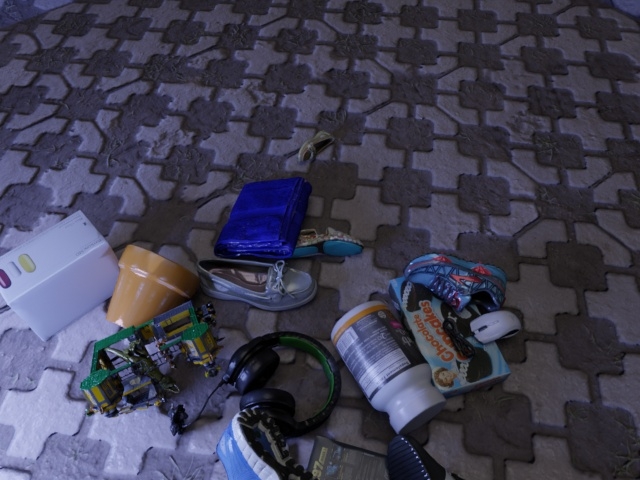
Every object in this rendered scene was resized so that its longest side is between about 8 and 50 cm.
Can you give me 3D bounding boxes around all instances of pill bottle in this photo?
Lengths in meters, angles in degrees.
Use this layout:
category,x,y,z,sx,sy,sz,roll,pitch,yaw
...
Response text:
category,x,y,z,sx,sy,sz,roll,pitch,yaw
pill bottle,0.155,0.290,1.236,0.162,0.162,0.278,-25,58,-16

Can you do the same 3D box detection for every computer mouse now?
category,x,y,z,sx,sy,sz,roll,pitch,yaw
computer mouse,0.400,0.209,1.290,0.192,0.042,0.106,-17,55,-15

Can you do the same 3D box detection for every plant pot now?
category,x,y,z,sx,sy,sz,roll,pitch,yaw
plant pot,-0.437,0.140,1.350,0.205,0.205,0.188,20,73,15

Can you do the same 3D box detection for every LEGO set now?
category,x,y,z,sx,sy,sz,roll,pitch,yaw
LEGO set,-0.352,0.297,1.198,0.331,0.192,0.255,-28,24,-19

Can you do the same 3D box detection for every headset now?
category,x,y,z,sx,sy,sz,roll,pitch,yaw
headset,-0.148,0.358,1.237,0.393,0.185,0.243,-9,53,-24

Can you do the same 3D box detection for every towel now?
category,x,y,z,sx,sy,sz,roll,pitch,yaw
towel,-0.156,-0.074,1.503,0.227,0.076,0.308,0,40,13

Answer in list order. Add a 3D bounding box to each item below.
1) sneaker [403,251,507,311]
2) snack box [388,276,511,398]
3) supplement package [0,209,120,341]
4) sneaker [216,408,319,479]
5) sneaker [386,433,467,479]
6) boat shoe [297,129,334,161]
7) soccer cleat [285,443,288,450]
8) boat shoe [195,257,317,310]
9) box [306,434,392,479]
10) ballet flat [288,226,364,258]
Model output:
category,x,y,z,sx,sy,sz,roll,pitch,yaw
sneaker,0.334,0.110,1.324,0.261,0.104,0.125,8,55,4
snack box,0.313,0.221,1.343,0.187,0.060,0.322,-14,55,-10
supplement package,-0.661,0.090,1.371,0.261,0.204,0.145,-38,62,-24
sneaker,-0.094,0.505,1.060,0.330,0.147,0.129,53,27,20
sneaker,0.261,0.532,1.081,0.146,0.122,0.331,-17,69,-42
boat shoe,-0.015,-0.302,1.732,0.048,0.056,0.153,28,52,25
soccer cleat,-0.091,0.485,1.177,0.029,0.036,0.083,17,57,13
boat shoe,-0.169,0.104,1.411,0.320,0.103,0.118,8,55,7
box,0.046,0.549,1.114,0.183,0.059,0.233,12,56,9
ballet flat,0.000,0.000,1.491,0.240,0.091,0.077,-2,59,-3
